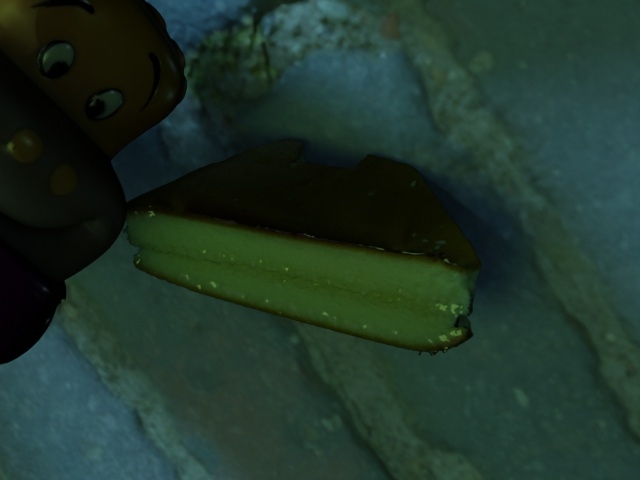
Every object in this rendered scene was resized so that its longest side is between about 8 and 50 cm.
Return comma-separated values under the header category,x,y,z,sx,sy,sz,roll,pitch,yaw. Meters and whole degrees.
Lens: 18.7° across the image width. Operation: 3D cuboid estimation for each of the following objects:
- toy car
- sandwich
category,x,y,z,sx,sy,sz,roll,pitch,yaw
toy car,-0.239,-0.093,1.213,0.271,0.240,0.341,45,172,-34
sandwich,0.000,0.000,1.216,0.244,0.088,0.090,12,130,23
